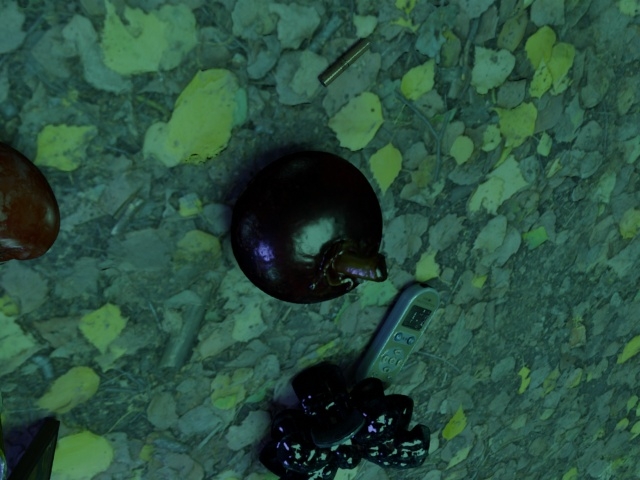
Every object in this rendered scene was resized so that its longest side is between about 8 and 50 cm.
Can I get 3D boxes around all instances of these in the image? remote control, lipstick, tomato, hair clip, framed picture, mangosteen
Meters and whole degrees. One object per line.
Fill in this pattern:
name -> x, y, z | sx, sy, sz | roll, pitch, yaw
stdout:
remote control -> 0.145, 0.188, 1.460 | 0.087, 0.047, 0.244 | 22, 103, -37
lipstick -> 0.037, -0.266, 1.137 | 0.094, 0.019, 0.019 | -43, 132, -5
tomato -> -0.402, -0.041, 0.887 | 0.187, 0.151, 0.187 | -17, 165, -5
hair clip -> 0.036, 0.355, 1.369 | 0.310, 0.194, 0.206 | -22, 120, -6
framed picture -> -0.423, 0.356, 1.095 | 0.023, 0.168, 0.127 | 16, 111, -3
mangosteen -> 0.000, 0.000, 1.105 | 0.236, 0.261, 0.235 | -18, 126, -28

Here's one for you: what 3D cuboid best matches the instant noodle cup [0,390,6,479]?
instant noodle cup -> -0.503, 0.267, 0.990 | 0.205, 0.153, 0.204 | -17, 124, -28
